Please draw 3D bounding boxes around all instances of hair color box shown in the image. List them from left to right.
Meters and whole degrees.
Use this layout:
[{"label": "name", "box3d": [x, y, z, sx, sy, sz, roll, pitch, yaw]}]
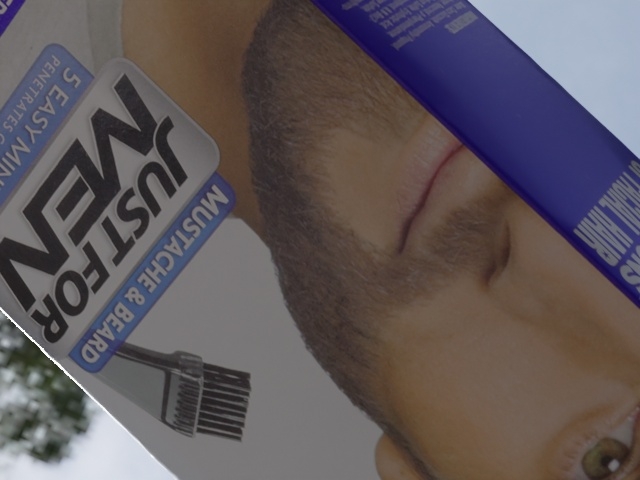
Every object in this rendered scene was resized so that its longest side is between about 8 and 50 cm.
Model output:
[{"label": "hair color box", "box3d": [0.000, 0.000, 0.686, 0.339, 0.110, 0.185, 42, -61, 3]}]
